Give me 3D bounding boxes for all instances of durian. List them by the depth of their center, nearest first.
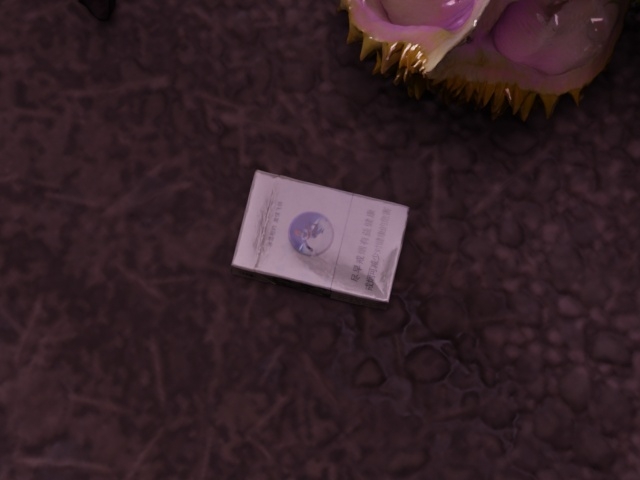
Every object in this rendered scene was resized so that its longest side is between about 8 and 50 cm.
[{"bbox_3d":[0.094,-0.145,0.745,0.165,0.132,0.182,-6,73,-11],"label":"durian"}]

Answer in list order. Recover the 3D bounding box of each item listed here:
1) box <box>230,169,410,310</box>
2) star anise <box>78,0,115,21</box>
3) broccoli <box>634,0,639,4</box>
[{"bbox_3d":[0.000,0.000,0.762,0.083,0.024,0.054,14,79,1],"label":"box"},{"bbox_3d":[-0.154,-0.247,0.770,0.282,0.129,0.212,23,83,-5],"label":"star anise"},{"bbox_3d":[0.284,-0.167,0.700,0.303,0.321,0.283,-15,39,6],"label":"broccoli"}]
